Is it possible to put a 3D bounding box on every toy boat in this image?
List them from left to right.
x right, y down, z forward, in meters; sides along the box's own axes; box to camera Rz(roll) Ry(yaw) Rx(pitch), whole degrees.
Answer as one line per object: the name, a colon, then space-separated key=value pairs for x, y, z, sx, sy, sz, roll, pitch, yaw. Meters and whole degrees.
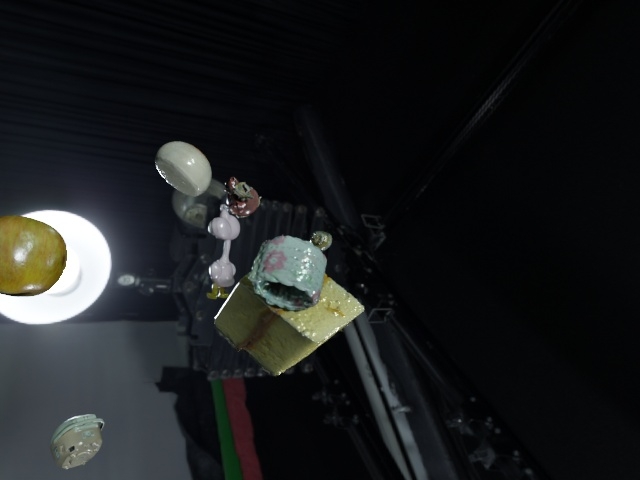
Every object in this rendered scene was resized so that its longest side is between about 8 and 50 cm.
toy boat: x=-0.348 y=-0.219 z=2.049 sx=0.084 sy=0.066 sz=0.210 roll=63 pitch=6 yaw=1

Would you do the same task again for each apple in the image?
apple: x=-0.920 y=0.062 z=1.428 sx=0.264 sy=0.265 sz=0.264 roll=-11 pitch=-103 yaw=58

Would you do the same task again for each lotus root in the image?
lotus root: x=0.001 y=0.003 z=1.822 sx=0.165 sy=0.088 sz=0.088 roll=-173 pitch=-93 yaw=-87

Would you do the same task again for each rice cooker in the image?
rice cooker: x=-0.817 y=0.676 z=1.569 sx=0.206 sy=0.145 sz=0.127 roll=-46 pitch=-121 yaw=26

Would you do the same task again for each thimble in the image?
thimble: x=-0.091 y=0.091 z=1.304 sx=0.185 sy=0.211 sz=0.149 roll=-36 pitch=-147 yaw=51

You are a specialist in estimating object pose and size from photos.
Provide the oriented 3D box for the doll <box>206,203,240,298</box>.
doll: x=-0.375 y=0.041 z=1.808 sx=0.094 sy=0.160 sz=0.364 roll=-3 pitch=-95 yaw=19

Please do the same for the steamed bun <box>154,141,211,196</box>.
steamed bun: x=-0.631 y=-0.353 z=2.205 sx=0.283 sy=0.283 sz=0.177 roll=-7 pitch=-136 yaw=58

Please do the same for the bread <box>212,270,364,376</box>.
bread: x=-0.124 y=0.248 z=1.508 sx=0.345 sy=0.242 sz=0.405 roll=47 pitch=-41 yaw=16

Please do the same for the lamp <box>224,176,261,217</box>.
lamp: x=-0.382 y=-0.185 z=2.217 sx=0.151 sy=0.223 sz=0.215 roll=-41 pitch=-126 yaw=27
